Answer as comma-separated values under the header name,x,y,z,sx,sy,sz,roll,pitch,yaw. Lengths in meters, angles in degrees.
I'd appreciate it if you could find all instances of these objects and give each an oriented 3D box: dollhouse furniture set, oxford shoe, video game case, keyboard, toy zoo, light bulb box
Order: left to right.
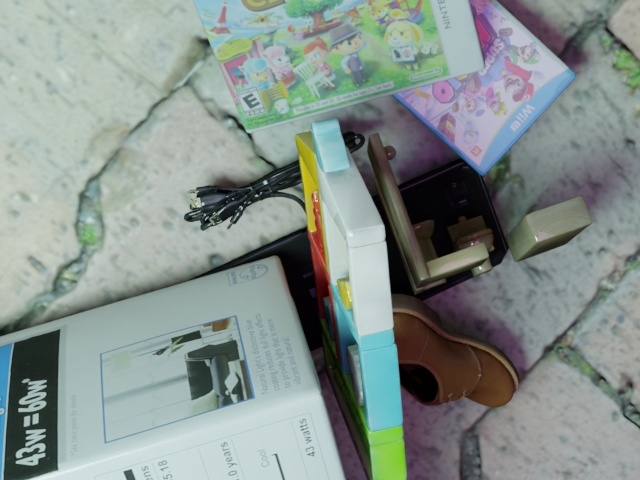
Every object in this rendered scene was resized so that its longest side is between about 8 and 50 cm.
name,x,y,z,sx,sy,sz,roll,pitch,yaw
light bulb box,-0.150,0.256,1.019,0.361,0.225,0.358,-16,119,-3
keyboard,0.000,0.000,1.069,0.317,0.033,0.201,-24,119,-1
video game case,0.010,-0.193,0.953,0.212,0.023,0.193,-14,127,9
toy zoo,0.023,0.037,0.966,0.030,0.192,0.293,-11,118,-8
oxford shoe,0.110,0.122,1.085,0.076,0.076,0.212,-22,143,36
video game case,0.119,-0.153,1.019,0.166,0.015,0.119,41,99,-8
dollhouse furniture set,0.129,-0.039,1.006,0.151,0.144,0.123,-19,81,-3
